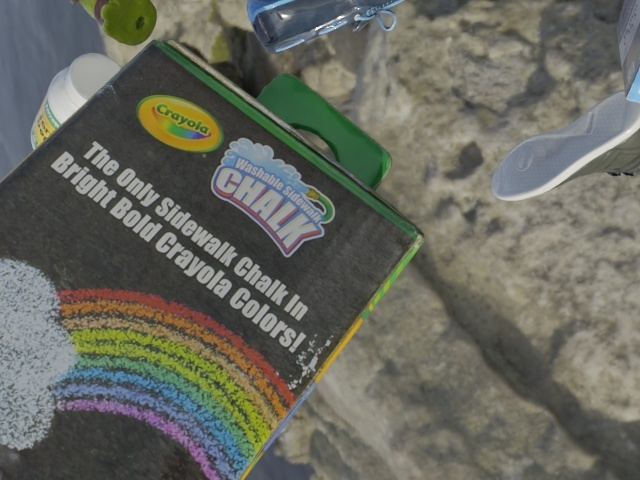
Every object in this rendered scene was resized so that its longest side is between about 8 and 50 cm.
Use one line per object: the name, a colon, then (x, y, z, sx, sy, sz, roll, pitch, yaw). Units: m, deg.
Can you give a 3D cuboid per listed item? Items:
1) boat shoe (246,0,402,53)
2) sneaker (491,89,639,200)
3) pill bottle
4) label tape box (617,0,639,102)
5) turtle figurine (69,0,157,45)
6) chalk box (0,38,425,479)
boat shoe: (0.034, -0.316, 1.085, 0.109, 0.258, 0.089, -100, -6, -48)
sneaker: (0.424, -0.126, 1.345, 0.295, 0.146, 0.105, -31, 53, 42)
pill bottle: (-0.362, -0.194, 1.270, 0.208, 0.117, 0.118, -34, 74, 54)
label tape box: (0.525, -0.276, 1.091, 0.334, 0.240, 0.106, -69, -10, -51)
turtle figurine: (-0.212, -0.218, 0.627, 0.217, 0.270, 0.087, 27, 159, 21)
chalk box: (-0.076, 0.031, 0.469, 0.180, 0.289, 0.179, 38, 155, 4)
